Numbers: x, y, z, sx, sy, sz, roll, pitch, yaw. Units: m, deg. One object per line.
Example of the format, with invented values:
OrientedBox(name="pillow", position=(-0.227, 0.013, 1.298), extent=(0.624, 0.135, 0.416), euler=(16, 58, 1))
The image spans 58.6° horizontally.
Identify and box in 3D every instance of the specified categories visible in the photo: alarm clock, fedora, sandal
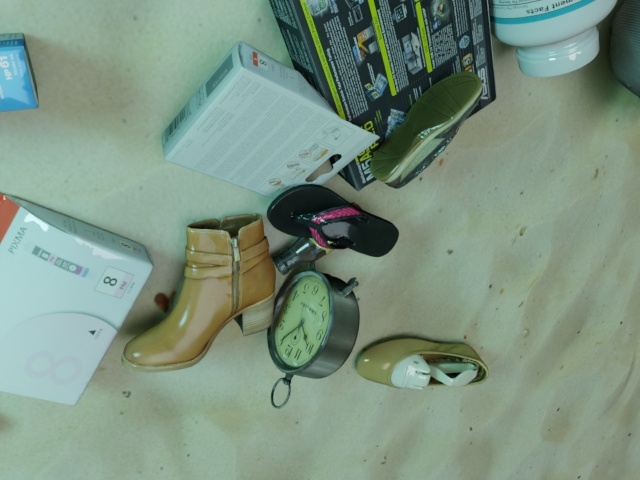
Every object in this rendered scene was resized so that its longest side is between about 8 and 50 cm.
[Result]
OrientedBox(name="alarm clock", position=(-0.016, 0.123, 0.712), extent=(0.064, 0.129, 0.192), euler=(25, 93, -35))
OrientedBox(name="fedora", position=(0.490, -0.275, 0.784), extent=(0.275, 0.124, 0.244), euler=(10, 112, -40))
OrientedBox(name="sandal", position=(0.023, -0.016, 0.667), extent=(0.179, 0.040, 0.067), euler=(17, 116, -28))

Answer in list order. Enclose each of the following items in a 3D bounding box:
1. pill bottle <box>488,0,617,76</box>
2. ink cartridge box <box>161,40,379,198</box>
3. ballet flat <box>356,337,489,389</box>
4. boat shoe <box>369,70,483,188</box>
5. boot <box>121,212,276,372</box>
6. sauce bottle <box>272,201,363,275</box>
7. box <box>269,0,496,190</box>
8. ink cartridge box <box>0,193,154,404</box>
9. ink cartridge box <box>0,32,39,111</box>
OrientedBox(name="pill bottle", position=(0.240, -0.318, 0.618), extent=(0.146, 0.146, 0.264), euler=(-34, 126, -9))
OrientedBox(name="ink cartridge box", position=(-0.050, -0.111, 0.595), extent=(0.179, 0.045, 0.145), euler=(15, 141, -41))
OrientedBox(name="ballet flat", position=(0.168, 0.196, 0.885), extent=(0.232, 0.073, 0.080), euler=(2, 113, -29))
OrientedBox(name="boat shoe", position=(0.120, -0.120, 0.634), extent=(0.152, 0.056, 0.049), euler=(-43, 143, 14))
OrientedBox(name="boot", position=(-0.142, 0.055, 0.653), extent=(0.197, 0.073, 0.153), euler=(-21, 124, -32))
OrientedBox(name="sauce bottle", position=(0.000, 0.000, 0.716), extent=(0.128, 0.042, 0.042), euler=(-34, 125, -11))
OrientedBox(name="box", position=(0.078, -0.214, 0.609), extent=(0.216, 0.060, 0.270), euler=(-34, 136, -8))
OrientedBox(name="ink cartridge box", position=(-0.316, 0.055, 0.571), extent=(0.232, 0.066, 0.189), euler=(25, 101, -39))
OrientedBox(name="ink cartridge box", position=(-0.300, -0.133, 0.460), extent=(0.122, 0.088, 0.052), euler=(-14, 120, -21))
